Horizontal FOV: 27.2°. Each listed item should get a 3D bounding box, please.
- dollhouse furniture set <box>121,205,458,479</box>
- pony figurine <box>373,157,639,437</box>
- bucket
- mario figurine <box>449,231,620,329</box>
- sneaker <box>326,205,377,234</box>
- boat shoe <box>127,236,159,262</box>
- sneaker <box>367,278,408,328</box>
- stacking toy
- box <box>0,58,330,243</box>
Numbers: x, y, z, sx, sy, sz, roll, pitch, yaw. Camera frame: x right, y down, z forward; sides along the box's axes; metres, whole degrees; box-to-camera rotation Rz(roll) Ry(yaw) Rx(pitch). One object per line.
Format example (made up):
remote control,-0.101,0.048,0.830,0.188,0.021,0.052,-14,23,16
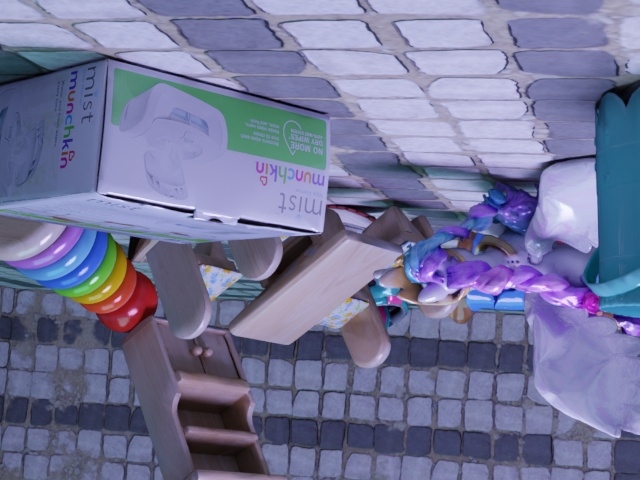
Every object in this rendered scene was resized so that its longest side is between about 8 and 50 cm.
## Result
dollhouse furniture set,-0.053,0.141,1.728,0.394,0.256,0.362,-40,147,28
pony figurine,0.288,0.038,1.533,0.351,0.302,0.363,9,-166,41
bucket,0.361,-0.023,1.133,0.281,0.183,0.281,4,173,0
mario figurine,0.343,0.084,1.841,0.321,0.198,0.170,9,-173,12
sneaker,0.000,0.000,1.919,0.225,0.092,0.088,-1,170,26
boat shoe,-0.204,-0.020,1.817,0.089,0.104,0.285,9,171,-17
sneaker,0.054,0.070,2.112,0.124,0.178,0.295,7,173,-27
stacking toy,-0.308,0.028,1.736,0.141,0.141,0.330,1,153,25
box,-0.163,-0.072,1.267,0.262,0.126,0.231,10,170,-41
